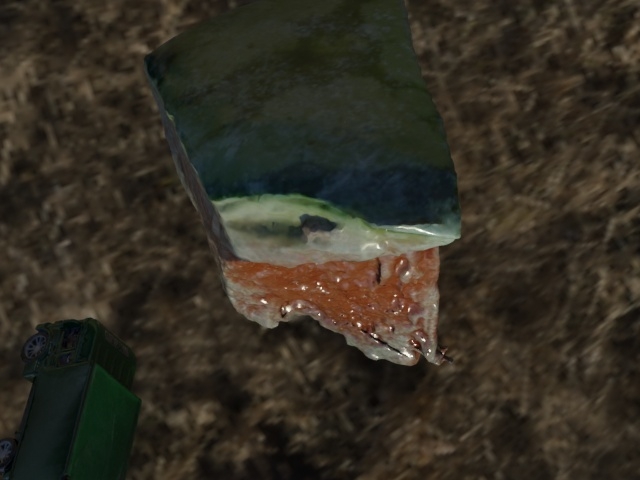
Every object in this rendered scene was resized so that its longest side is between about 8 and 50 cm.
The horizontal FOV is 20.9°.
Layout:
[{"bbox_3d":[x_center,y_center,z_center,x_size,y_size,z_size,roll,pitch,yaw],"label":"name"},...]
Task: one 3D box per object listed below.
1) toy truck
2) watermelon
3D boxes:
[{"bbox_3d":[-0.174,0.124,1.197,0.079,0.147,0.065,-16,137,29],"label":"toy truck"},{"bbox_3d":[-0.005,-0.024,0.624,0.098,0.158,0.121,-11,69,2],"label":"watermelon"}]
